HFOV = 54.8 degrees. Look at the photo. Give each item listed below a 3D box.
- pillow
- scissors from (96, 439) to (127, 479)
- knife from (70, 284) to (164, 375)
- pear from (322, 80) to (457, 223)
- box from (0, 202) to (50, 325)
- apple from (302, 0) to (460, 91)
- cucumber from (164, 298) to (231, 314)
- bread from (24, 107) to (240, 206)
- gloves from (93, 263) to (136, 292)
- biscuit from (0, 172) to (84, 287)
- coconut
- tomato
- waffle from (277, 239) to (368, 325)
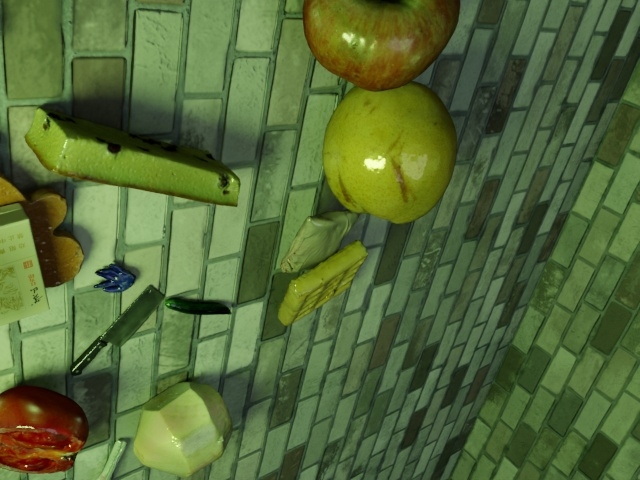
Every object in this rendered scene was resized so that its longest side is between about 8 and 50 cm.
[{"bbox_3d":[0.000,0.000,1.489,0.173,0.067,0.270,-16,157,-30],"label":"pillow"},{"bbox_3d":[-0.534,0.597,1.510,0.118,0.030,0.242,-104,-141,-87],"label":"scissors"},{"bbox_3d":[-0.433,0.201,1.328,0.245,0.019,0.072,-47,143,-8],"label":"knife"},{"bbox_3d":[0.151,-0.198,1.367,0.314,0.314,0.314,-26,135,-28],"label":"pear"},{"bbox_3d":[-0.533,0.049,1.005,0.141,0.058,0.201,-21,135,-30],"label":"box"},{"bbox_3d":[0.110,-0.417,1.170,0.309,0.278,0.250,-23,171,-15],"label":"apple"},{"bbox_3d":[-0.284,0.157,1.429,0.036,0.033,0.184,-40,148,28],"label":"cucumber"},{"bbox_3d":[-0.309,-0.137,1.081,0.361,0.138,0.077,9,111,-48],"label":"bread"},{"bbox_3d":[-0.415,0.079,1.240,0.064,0.026,0.086,-52,142,5],"label":"gloves"},{"bbox_3d":[-0.527,-0.019,1.032,0.205,0.049,0.324,-46,141,-3],"label":"biscuit"},{"bbox_3d":[-0.336,0.470,1.498,0.236,0.197,0.237,-31,143,-28],"label":"coconut"},{"bbox_3d":[-0.563,0.359,1.214,0.200,0.140,0.233,20,132,-27],"label":"tomato"},{"bbox_3d":[0.002,0.115,1.578,0.221,0.055,0.248,-32,165,-24],"label":"waffle"}]
